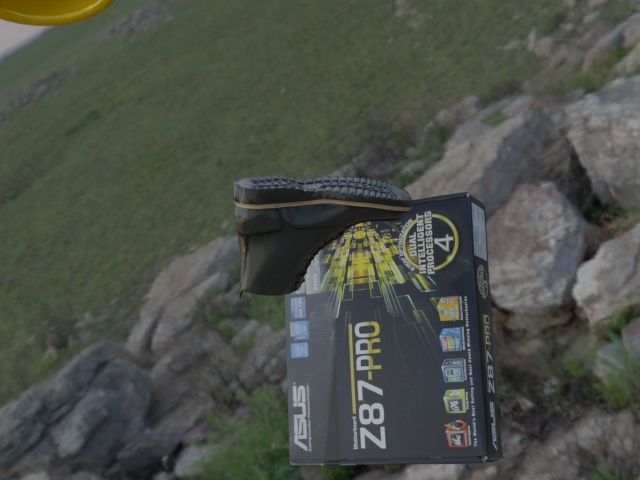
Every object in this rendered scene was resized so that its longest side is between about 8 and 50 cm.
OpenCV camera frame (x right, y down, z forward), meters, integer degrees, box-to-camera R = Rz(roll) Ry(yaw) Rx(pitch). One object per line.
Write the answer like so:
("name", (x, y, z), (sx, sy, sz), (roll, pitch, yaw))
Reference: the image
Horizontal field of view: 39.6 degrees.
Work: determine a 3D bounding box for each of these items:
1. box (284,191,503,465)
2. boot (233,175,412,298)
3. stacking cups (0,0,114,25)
("box", (0.104, 0.143, 1.370), (0.318, 0.395, 0.097), (-7, -13, 27))
("boot", (0.000, 0.000, 1.010), (0.198, 0.137, 0.077), (2, 18, -2))
("stacking cups", (-0.159, -0.281, 0.517), (0.096, 0.096, 0.316), (-18, 63, 28))
